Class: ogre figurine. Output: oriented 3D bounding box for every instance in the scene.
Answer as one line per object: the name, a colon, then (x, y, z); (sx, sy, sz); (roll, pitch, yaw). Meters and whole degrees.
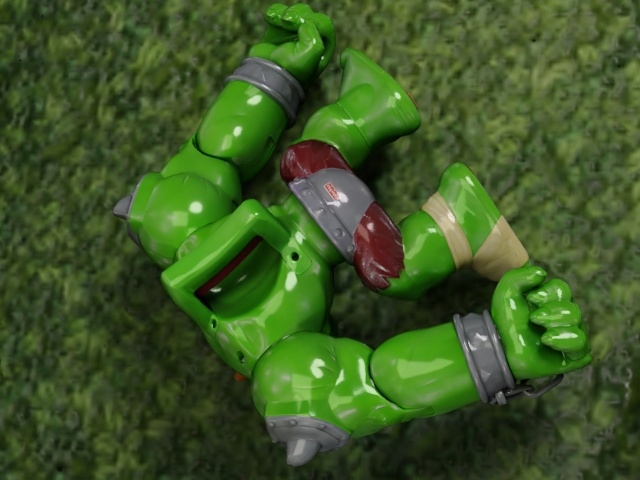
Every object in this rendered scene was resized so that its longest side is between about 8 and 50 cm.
ogre figurine: (0.000, 0.000, 0.710); (0.118, 0.097, 0.197); (-34, 77, -6)
